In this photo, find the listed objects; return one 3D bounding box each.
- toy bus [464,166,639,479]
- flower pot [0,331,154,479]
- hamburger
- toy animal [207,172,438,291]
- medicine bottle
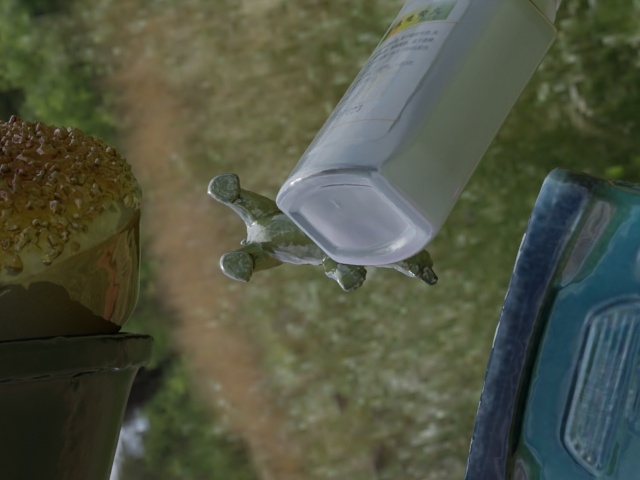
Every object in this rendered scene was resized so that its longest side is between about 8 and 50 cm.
[{"bbox_3d":[0.152,0.053,0.574,0.256,0.147,0.128,8,-84,-66],"label":"toy bus"},{"bbox_3d":[-0.289,0.202,1.236,0.379,0.379,0.251,117,144,-85],"label":"flower pot"},{"bbox_3d":[-0.276,0.004,1.285,0.302,0.302,0.170,-110,6,-66],"label":"hamburger"},{"bbox_3d":[0.000,0.000,1.602,0.101,0.219,0.103,21,-105,-59],"label":"toy animal"},{"bbox_3d":[0.102,-0.135,1.479,0.124,0.324,0.179,42,150,-19],"label":"medicine bottle"}]
